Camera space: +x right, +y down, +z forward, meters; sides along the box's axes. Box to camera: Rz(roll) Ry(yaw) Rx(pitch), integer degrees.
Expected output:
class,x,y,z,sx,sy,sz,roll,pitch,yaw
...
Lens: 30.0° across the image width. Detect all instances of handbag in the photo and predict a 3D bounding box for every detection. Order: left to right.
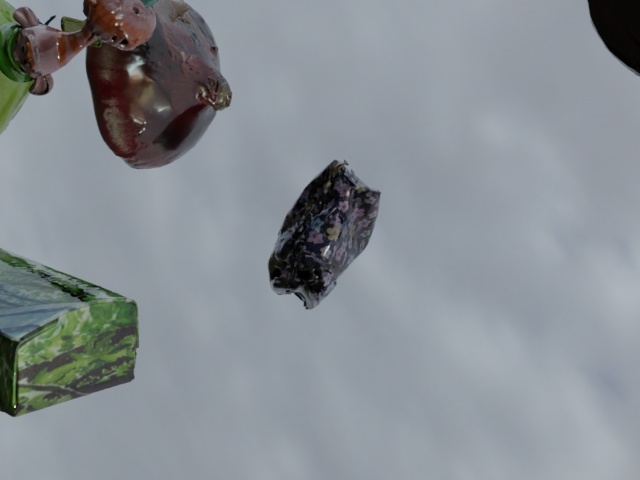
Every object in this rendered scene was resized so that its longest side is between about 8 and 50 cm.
class,x,y,z,sx,sy,sz,roll,pitch,yaw
handbag,0.000,0.000,1.810,0.126,0.208,0.229,33,-11,3

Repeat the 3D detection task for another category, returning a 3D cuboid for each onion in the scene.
class,x,y,z,sx,sy,sz,roll,pitch,yaw
onion,-0.217,-0.234,1.705,0.195,0.272,0.272,2,-65,17

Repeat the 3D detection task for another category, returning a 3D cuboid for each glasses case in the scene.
class,x,y,z,sx,sy,sz,roll,pitch,yaw
glasses case,-0.242,0.035,0.774,0.272,0.095,0.062,16,-72,37

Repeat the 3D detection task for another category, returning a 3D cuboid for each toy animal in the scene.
class,x,y,z,sx,sy,sz,roll,pitch,yaw
toy animal,-0.213,-0.214,1.133,0.208,0.103,0.100,-31,-81,28

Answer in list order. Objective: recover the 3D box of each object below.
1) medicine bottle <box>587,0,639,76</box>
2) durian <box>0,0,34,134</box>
class,x,y,z,sx,sy,sz,roll,pitch,yaw
medicine bottle,0.404,-0.233,1.051,0.242,0.395,0.243,4,-83,37
durian,-0.447,-0.161,1.307,0.204,0.340,0.256,47,-16,-7
